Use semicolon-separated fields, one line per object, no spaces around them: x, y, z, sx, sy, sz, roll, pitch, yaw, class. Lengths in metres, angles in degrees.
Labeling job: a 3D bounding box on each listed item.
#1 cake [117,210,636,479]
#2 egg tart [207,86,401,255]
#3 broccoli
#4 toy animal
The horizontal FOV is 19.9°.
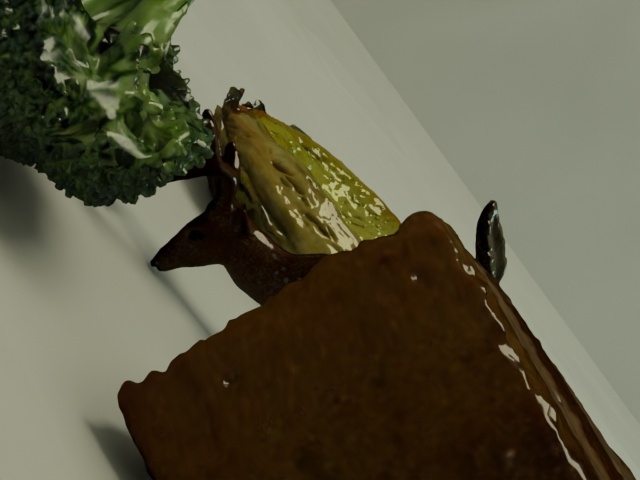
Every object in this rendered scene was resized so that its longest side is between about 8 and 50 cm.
0.049;0.128;0.967;0.199;0.196;0.293;57;6;16;cake
0.000;0.000;1.469;0.279;0.095;0.279;45;11;-11;egg tart
-0.137;-0.125;1.001;0.226;0.176;0.198;19;-22;37;broccoli
0.010;0.028;1.150;0.087;0.243;0.260;-48;127;-64;toy animal
